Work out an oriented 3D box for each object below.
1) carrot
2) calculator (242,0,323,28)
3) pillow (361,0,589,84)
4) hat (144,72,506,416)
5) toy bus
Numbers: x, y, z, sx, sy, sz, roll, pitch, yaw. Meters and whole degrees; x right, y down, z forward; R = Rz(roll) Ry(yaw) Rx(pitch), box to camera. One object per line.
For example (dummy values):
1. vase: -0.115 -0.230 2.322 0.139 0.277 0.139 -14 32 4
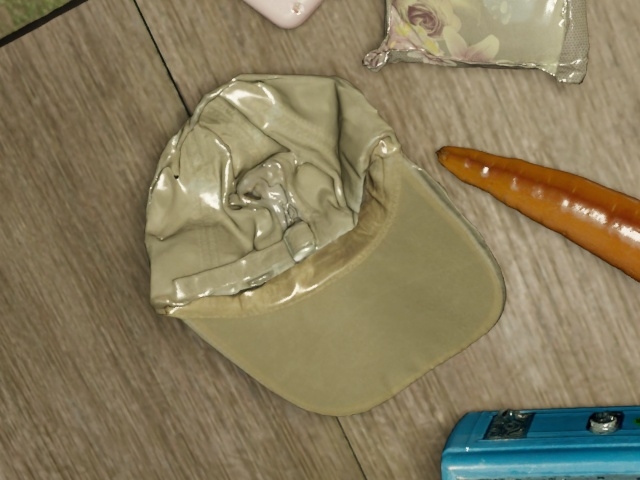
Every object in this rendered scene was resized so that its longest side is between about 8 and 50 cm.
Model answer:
1. carrot: 0.232 0.005 0.883 0.336 0.069 0.069 28 114 12
2. calculator: -0.050 -0.224 0.893 0.175 0.032 0.100 37 115 1
3. pillow: 0.098 -0.230 0.836 0.169 0.059 0.255 1 110 16
4. hat: 0.000 0.000 0.943 0.214 0.149 0.245 -34 133 16
5. toy bus: 0.213 0.185 0.917 0.246 0.113 0.134 -5 101 19
